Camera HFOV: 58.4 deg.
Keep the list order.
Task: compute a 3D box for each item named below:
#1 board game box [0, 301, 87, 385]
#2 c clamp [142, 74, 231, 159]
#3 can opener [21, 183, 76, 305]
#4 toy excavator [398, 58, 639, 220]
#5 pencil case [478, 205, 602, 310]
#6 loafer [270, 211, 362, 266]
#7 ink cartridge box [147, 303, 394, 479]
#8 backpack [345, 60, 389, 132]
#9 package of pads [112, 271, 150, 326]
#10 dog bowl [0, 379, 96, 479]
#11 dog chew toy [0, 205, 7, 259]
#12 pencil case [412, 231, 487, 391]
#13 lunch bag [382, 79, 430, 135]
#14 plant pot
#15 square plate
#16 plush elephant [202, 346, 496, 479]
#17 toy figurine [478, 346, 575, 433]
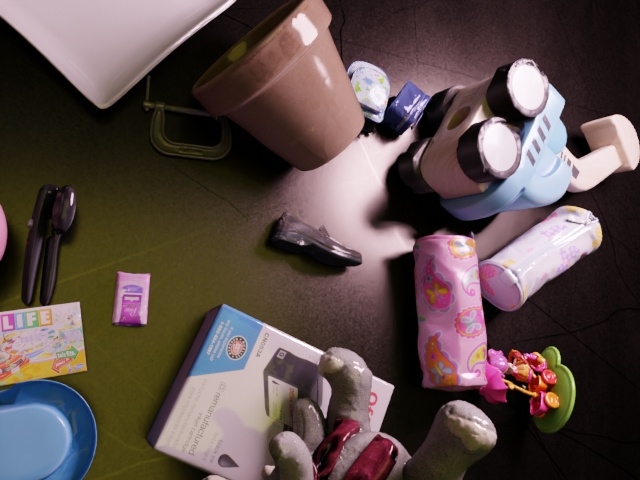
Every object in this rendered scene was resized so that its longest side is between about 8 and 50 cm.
[{"bbox_3d":[-0.426,0.152,0.830,0.154,0.026,0.103,-7,80,-22],"label":"board game box"},{"bbox_3d":[-0.230,-0.208,0.992,0.161,0.022,0.137,10,74,-18],"label":"c clamp"},{"bbox_3d":[-0.413,0.005,0.855,0.059,0.073,0.186,16,81,-25],"label":"can opener"},{"bbox_3d":[0.437,-0.169,1.161,0.445,0.222,0.433,39,69,-22],"label":"toy excavator"},{"bbox_3d":[0.434,0.032,1.135,0.273,0.124,0.113,-29,89,-23],"label":"pencil case"},{"bbox_3d":[0.000,0.000,1.012,0.170,0.062,0.061,21,66,-17],"label":"loafer"},{"bbox_3d":[-0.072,0.265,0.882,0.307,0.129,0.223,28,69,-13],"label":"ink cartridge box"},{"bbox_3d":[0.083,-0.284,1.096,0.105,0.084,0.114,20,69,-18],"label":"backpack"},{"bbox_3d":[-0.294,0.091,0.892,0.050,0.032,0.083,5,76,-17],"label":"package of pads"},{"bbox_3d":[-0.456,0.282,0.762,0.297,0.074,0.166,-6,80,-21],"label":"dog bowl"},{"bbox_3d":[-0.546,0.062,0.720,0.207,0.206,0.331,23,79,-15],"label":"dog chew toy"},{"bbox_3d":[0.233,0.127,1.041,0.124,0.124,0.284,2,76,-21],"label":"pencil case"},{"bbox_3d":[0.170,-0.256,1.129,0.065,0.067,0.098,35,69,-3],"label":"lunch bag"},{"bbox_3d":[-0.045,-0.248,0.967,0.229,0.263,0.263,48,65,-23],"label":"plant pot"},{"bbox_3d":[-0.379,-0.438,0.975,0.347,0.049,0.344,42,67,-7],"label":"square plate"},{"bbox_3d":[-0.004,0.306,0.683,0.255,0.272,0.330,9,101,-44],"label":"plush elephant"},{"bbox_3d":[0.365,0.254,1.074,0.159,0.130,0.173,19,49,-6],"label":"toy figurine"}]
